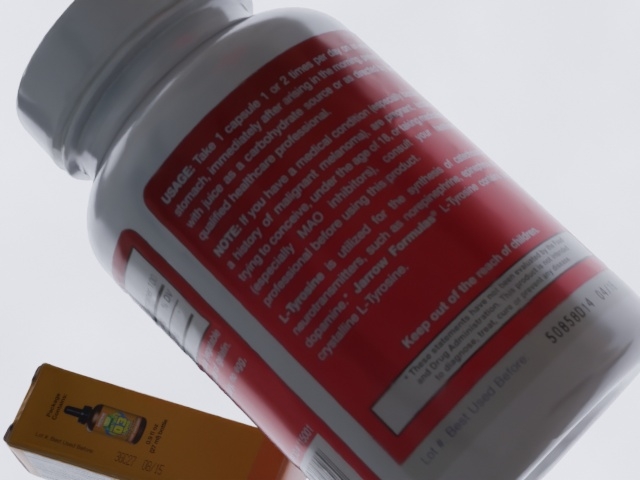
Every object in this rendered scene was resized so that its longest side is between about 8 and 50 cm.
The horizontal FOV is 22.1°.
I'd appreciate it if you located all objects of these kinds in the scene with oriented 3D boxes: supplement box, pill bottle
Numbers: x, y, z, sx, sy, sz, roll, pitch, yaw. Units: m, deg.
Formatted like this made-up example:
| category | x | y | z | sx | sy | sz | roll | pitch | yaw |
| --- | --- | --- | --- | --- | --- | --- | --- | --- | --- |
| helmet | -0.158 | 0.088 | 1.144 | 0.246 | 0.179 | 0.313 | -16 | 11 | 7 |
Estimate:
| category | x | y | z | sx | sy | sz | roll | pitch | yaw |
| --- | --- | --- | --- | --- | --- | --- | --- | --- | --- |
| supplement box | -0.133 | 0.175 | 1.333 | 0.233 | 0.080 | 0.078 | 16 | -116 | 15 |
| pill bottle | 0.000 | 0.000 | 1.063 | 0.407 | 0.229 | 0.229 | 44 | -71 | 13 |
